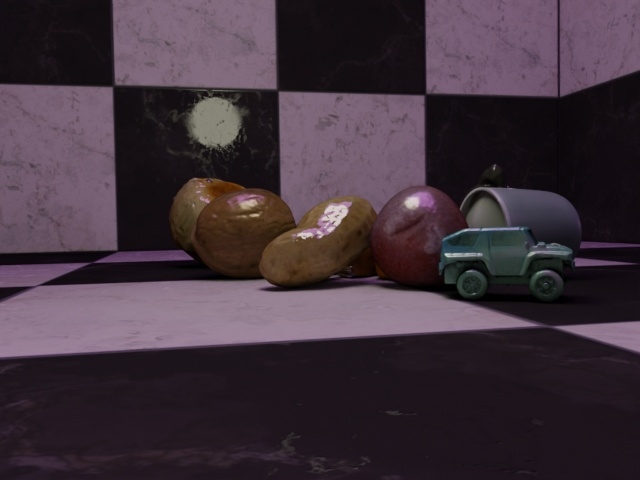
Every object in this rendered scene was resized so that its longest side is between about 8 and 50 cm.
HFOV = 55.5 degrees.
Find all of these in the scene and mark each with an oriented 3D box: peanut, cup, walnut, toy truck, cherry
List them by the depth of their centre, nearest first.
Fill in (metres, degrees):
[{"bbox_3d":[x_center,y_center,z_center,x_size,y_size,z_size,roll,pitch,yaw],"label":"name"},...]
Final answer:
[{"bbox_3d":[0.404,0.048,1.327,0.278,0.156,0.155,-1,2,21],"label":"toy truck"},{"bbox_3d":[0.257,0.000,1.559,0.221,0.261,0.307,20,22,-50],"label":"cherry"},{"bbox_3d":[0.000,0.000,1.628,0.387,0.170,0.192,-33,51,-33],"label":"peanut"},{"bbox_3d":[0.560,0.006,1.785,0.274,0.260,0.357,-1,-29,-18],"label":"cup"},{"bbox_3d":[-0.238,-0.021,1.903,0.332,0.333,0.333,-1,2,0],"label":"walnut"}]

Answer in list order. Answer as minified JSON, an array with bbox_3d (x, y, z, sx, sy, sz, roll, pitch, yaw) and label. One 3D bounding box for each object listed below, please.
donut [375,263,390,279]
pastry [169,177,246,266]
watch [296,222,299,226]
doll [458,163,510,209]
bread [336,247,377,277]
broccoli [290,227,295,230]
[{"bbox_3d":[0.245,0.077,1.775,0.174,0.075,0.190,-4,0,-43],"label":"donut"},{"bbox_3d":[-0.413,-0.060,2.400,0.388,0.313,0.388,18,27,-9],"label":"pastry"},{"bbox_3d":[-0.077,0.041,2.144,0.241,0.162,0.253,-18,19,-41],"label":"watch"},{"bbox_3d":[0.501,-0.032,1.967,0.252,0.382,0.378,40,36,14],"label":"doll"},{"bbox_3d":[0.140,0.042,1.905,0.107,0.136,0.241,4,6,34],"label":"bread"},{"bbox_3d":[-0.007,-0.007,1.905,0.165,0.146,0.304,35,16,23],"label":"broccoli"}]
